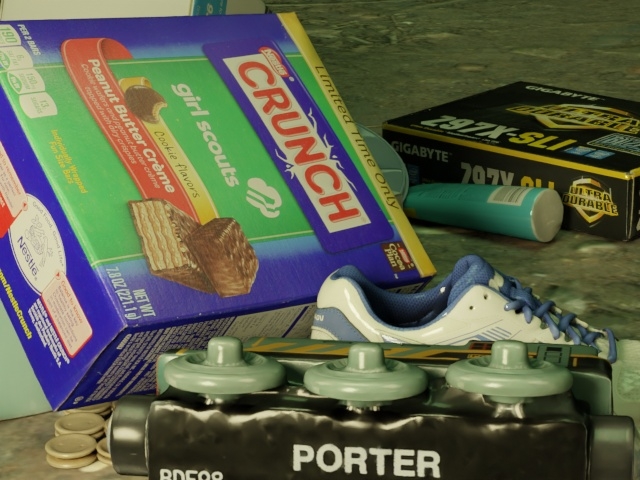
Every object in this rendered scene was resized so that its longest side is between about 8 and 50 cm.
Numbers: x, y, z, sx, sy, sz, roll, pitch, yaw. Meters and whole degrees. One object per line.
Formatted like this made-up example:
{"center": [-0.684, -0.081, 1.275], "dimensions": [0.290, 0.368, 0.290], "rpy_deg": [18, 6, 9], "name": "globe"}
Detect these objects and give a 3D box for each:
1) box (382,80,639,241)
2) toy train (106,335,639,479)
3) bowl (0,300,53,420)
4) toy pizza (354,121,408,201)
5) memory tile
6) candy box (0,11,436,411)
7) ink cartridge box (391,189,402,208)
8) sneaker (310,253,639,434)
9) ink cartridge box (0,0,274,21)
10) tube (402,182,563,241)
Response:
{"center": [0.265, -0.092, 1.796], "dimensions": [0.322, 0.079, 0.257], "rpy_deg": [16, 26, 41], "name": "box"}
{"center": [0.038, 0.124, 1.079], "dimensions": [0.334, 0.142, 0.190], "rpy_deg": [0, 6, 10], "name": "toy train"}
{"center": [-0.283, 0.014, 1.366], "dimensions": [0.311, 0.163, 0.311], "rpy_deg": [0, 18, 0], "name": "bowl"}
{"center": [-0.011, -0.064, 1.710], "dimensions": [0.201, 0.032, 0.201], "rpy_deg": [5, 39, -4], "name": "toy pizza"}
{"center": [-0.120, 0.136, 1.221], "dimensions": [0.148, 0.012, 0.113], "rpy_deg": [0, 18, 0], "name": "memory tile"}
{"center": [-0.102, -0.034, 1.280], "dimensions": [0.317, 0.122, 0.268], "rpy_deg": [-8, 61, -45], "name": "candy box"}
{"center": [0.000, 0.000, 1.473], "dimensions": [0.063, 0.109, 0.150], "rpy_deg": [-20, 26, -39], "name": "ink cartridge box"}
{"center": [0.137, 0.078, 1.199], "dimensions": [0.296, 0.131, 0.112], "rpy_deg": [0, 16, -1], "name": "sneaker"}
{"center": [-0.168, -0.196, 1.794], "dimensions": [0.223, 0.129, 0.307], "rpy_deg": [-1, -17, 21], "name": "ink cartridge box"}
{"center": [0.144, -0.036, 1.682], "dimensions": [0.207, 0.052, 0.080], "rpy_deg": [9, 15, 43], "name": "tube"}
